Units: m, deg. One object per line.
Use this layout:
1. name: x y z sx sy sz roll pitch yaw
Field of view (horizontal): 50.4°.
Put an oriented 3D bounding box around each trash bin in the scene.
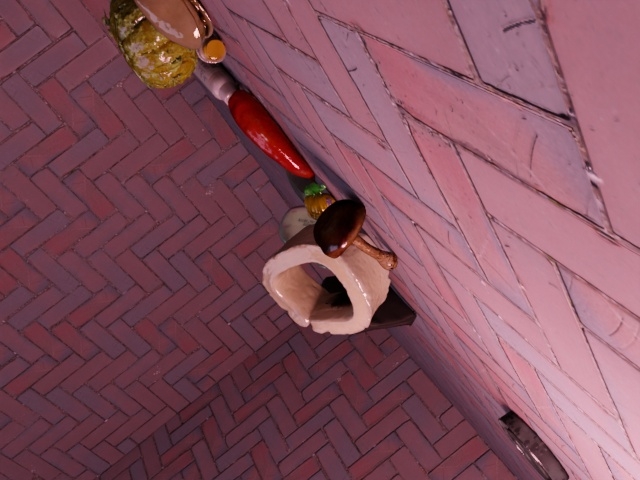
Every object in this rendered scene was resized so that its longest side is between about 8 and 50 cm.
1. trash bin: -0.052 -0.170 2.092 0.116 0.059 0.130 50 175 18

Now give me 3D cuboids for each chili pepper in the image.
1. chili pepper: -0.157 -0.302 1.895 0.368 0.092 0.137 54 -171 8

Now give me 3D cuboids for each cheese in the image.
1. cheese: 0.011 0.110 1.872 0.332 0.153 0.292 -13 113 41

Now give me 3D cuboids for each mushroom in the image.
1. mushroom: 0.100 0.006 1.573 0.217 0.148 0.227 34 -169 -13

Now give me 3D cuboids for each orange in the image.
1. orange: -0.463 -0.582 1.919 0.300 0.223 0.301 58 170 -18

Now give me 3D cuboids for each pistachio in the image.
1. pistachio: -0.344 -0.541 1.563 0.226 0.136 0.136 46 178 -16

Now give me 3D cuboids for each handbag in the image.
1. handbag: 0.143 0.196 2.086 0.247 0.080 0.223 -5 -138 -36

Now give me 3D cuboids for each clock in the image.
1. clock: 0.532 0.523 1.703 0.215 0.042 0.215 52 177 4

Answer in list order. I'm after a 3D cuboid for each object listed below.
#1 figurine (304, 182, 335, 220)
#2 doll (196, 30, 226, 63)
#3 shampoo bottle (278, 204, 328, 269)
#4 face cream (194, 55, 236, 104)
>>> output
1. figurine: 0.020 -0.091 1.896 0.095 0.115 0.156 -56 -46 -59
2. doll: -0.274 -0.487 1.706 0.127 0.073 0.084 -146 51 -67
3. shampoo bottle: 0.000 0.000 2.226 0.222 0.151 0.349 9 170 17
4. face cream: -0.320 -0.496 2.073 0.269 0.082 0.082 48 175 37
